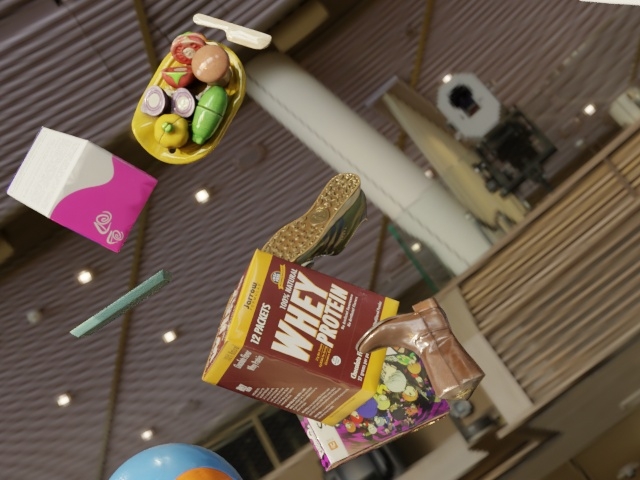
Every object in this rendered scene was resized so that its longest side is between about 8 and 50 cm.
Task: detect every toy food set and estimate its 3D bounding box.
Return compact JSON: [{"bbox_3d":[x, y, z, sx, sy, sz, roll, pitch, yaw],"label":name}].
[{"bbox_3d":[-0.170,-0.209,1.310,0.218,0.128,0.071,-62,-11,-4],"label":"toy food set"}]

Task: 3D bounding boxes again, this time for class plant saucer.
[{"bbox_3d":[-0.340,0.112,1.710,0.192,0.018,0.067,-33,-7,1],"label":"plant saucer"}]

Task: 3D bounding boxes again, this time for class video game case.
[{"bbox_3d":[0.062,0.233,1.602,0.232,0.210,0.042,-18,-26,-24],"label":"video game case"}]

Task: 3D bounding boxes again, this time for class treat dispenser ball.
[{"bbox_3d":[-0.260,0.509,1.774,0.288,0.288,0.288,-25,-30,-15],"label":"treat dispenser ball"}]

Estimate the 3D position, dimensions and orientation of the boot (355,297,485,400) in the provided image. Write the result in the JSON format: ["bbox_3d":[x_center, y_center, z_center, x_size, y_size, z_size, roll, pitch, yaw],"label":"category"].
[{"bbox_3d":[0.105,0.129,1.041,0.106,0.114,0.037,-31,-28,5],"label":"boot"}]

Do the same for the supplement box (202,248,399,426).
[{"bbox_3d":[-0.030,0.132,1.287,0.194,0.129,0.191,21,-27,-7],"label":"supplement box"}]

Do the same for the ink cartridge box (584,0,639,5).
[{"bbox_3d":[0.355,-0.320,1.054,0.172,0.237,0.100,5,-64,8],"label":"ink cartridge box"}]

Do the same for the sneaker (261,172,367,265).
[{"bbox_3d":[0.000,0.000,1.358,0.192,0.064,0.086,-47,-42,-20],"label":"sneaker"}]

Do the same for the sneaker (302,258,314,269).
[{"bbox_3d":[-0.038,0.082,1.894,0.132,0.086,0.229,-63,-18,2],"label":"sneaker"}]

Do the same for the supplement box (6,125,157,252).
[{"bbox_3d":[-0.324,-0.073,1.330,0.111,0.220,0.114,31,-97,-31],"label":"supplement box"}]
